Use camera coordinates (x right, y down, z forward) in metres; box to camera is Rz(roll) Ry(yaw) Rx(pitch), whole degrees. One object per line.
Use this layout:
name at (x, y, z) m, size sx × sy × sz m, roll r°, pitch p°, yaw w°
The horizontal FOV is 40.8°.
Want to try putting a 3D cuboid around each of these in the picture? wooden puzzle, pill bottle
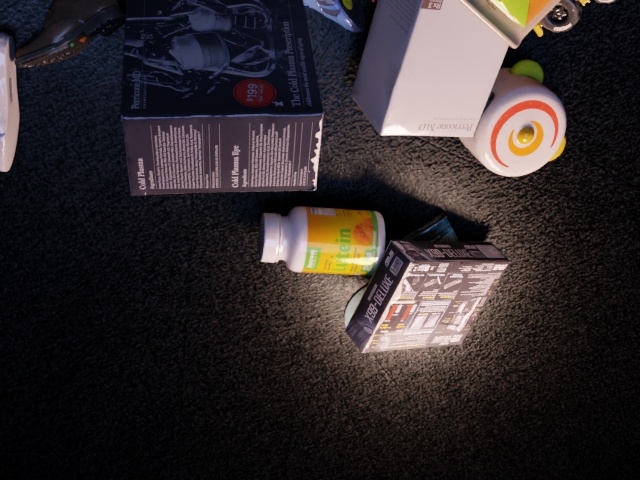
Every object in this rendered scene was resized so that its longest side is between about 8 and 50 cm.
wooden puzzle at (0.344, -0.452, 1.399) m, size 0.221 × 0.044 × 0.238 m, roll 27°, pitch 112°, yaw -39°
pill bottle at (0.000, 0.000, 1.770) m, size 0.246 × 0.136 × 0.136 m, roll 3°, pitch 118°, yaw -10°

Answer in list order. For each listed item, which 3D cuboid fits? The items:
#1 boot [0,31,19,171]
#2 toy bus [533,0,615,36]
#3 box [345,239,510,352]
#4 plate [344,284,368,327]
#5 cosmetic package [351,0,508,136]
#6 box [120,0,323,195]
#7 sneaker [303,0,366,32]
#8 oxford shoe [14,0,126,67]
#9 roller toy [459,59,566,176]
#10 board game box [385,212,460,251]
boot at (-0.626, -0.256, 1.570) m, size 0.123 × 0.095 × 0.258 m, roll 5°, pitch 109°, yaw -5°
toy bus at (0.433, -0.510, 1.530) m, size 0.220 × 0.149 × 0.211 m, roll -27°, pitch 116°, yaw 41°
box at (0.231, 0.118, 1.829) m, size 0.307 × 0.076 × 0.242 m, roll 0°, pitch 126°, yaw -38°
plate at (0.148, 0.175, 1.953) m, size 0.188 × 0.024 × 0.188 m, roll -4°, pitch 119°, yaw -6°
cosmetic package at (0.217, -0.383, 1.533) m, size 0.217 × 0.156 × 0.385 m, roll -4°, pitch 128°, yaw -23°
box at (-0.172, -0.258, 1.467) m, size 0.313 × 0.343 × 0.179 m, roll -3°, pitch 139°, yaw -7°
sneaker at (-0.002, -0.452, 1.575) m, size 0.082 × 0.069 × 0.209 m, roll -20°, pitch 135°, yaw 39°
oxford shoe at (-0.459, -0.383, 1.537) m, size 0.227 × 0.083 × 0.096 m, roll -27°, pitch 92°, yaw 11°
roller toy at (0.376, -0.228, 1.688) m, size 0.191 × 0.146 × 0.209 m, roll -24°, pitch 124°, yaw -2°
board game box at (0.218, 0.039, 1.876) m, size 0.186 × 0.026 × 0.126 m, roll -32°, pitch 119°, yaw 1°
